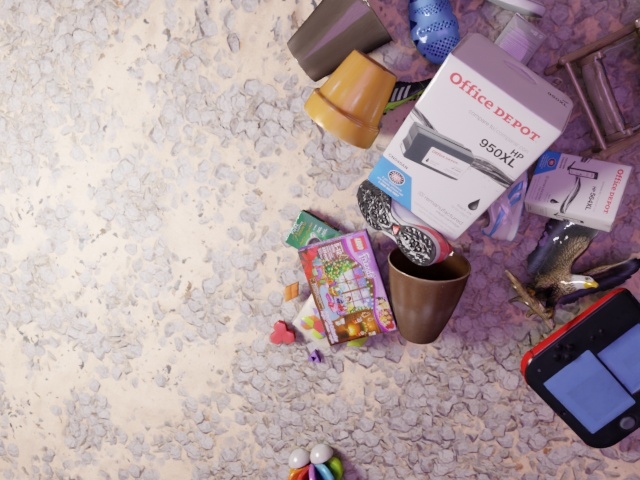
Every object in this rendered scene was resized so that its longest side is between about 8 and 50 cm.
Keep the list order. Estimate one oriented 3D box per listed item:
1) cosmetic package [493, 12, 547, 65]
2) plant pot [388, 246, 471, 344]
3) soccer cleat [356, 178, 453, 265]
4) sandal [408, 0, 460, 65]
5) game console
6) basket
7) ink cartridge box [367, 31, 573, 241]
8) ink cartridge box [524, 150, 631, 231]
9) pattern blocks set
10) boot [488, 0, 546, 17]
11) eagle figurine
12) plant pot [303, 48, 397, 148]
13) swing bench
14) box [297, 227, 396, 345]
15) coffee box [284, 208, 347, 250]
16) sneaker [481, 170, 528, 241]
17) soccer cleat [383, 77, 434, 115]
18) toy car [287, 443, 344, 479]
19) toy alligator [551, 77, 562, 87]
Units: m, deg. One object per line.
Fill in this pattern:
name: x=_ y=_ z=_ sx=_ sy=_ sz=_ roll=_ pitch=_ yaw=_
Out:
cosmetic package: x=0.437 y=-0.420 z=1.224 sx=0.107 sy=0.127 sz=0.238 roll=39 pitch=103 yaw=2
plant pot: x=0.279 y=0.158 z=1.332 sx=0.215 sy=0.215 sz=0.231 roll=8 pitch=115 yaw=10
soccer cleat: x=0.221 y=-0.052 z=1.327 sx=0.318 sy=0.116 sz=0.109 roll=48 pitch=124 yaw=31
sandal: x=0.267 y=-0.597 z=1.223 sx=0.126 sy=0.138 sz=0.318 roll=-19 pitch=97 yaw=12
game console: x=0.754 y=0.350 z=1.283 sx=0.342 sy=0.060 sz=0.386 roll=-41 pitch=105 yaw=16
basket: x=0.039 y=-0.534 z=1.277 sx=0.226 sy=0.154 sz=0.204 roll=-34 pitch=100 yaw=19
ink cartridge box: x=0.336 y=-0.230 z=1.164 sx=0.285 sy=0.166 sz=0.395 roll=37 pitch=138 yaw=4
ink cartridge box: x=0.629 y=-0.124 z=1.204 sx=0.203 sy=0.086 sz=0.148 roll=18 pitch=82 yaw=29
pattern blocks set: x=0.013 y=0.225 z=1.454 sx=0.285 sy=0.026 sz=0.325 roll=25 pitch=110 yaw=3
boot: x=0.449 y=-0.648 z=1.195 sx=0.258 sy=0.095 sz=0.124 roll=27 pitch=111 yaw=7
eagle figurine: x=0.643 y=0.084 z=1.263 sx=0.298 sy=0.225 sz=0.226 roll=-41 pitch=135 yaw=-13
plant pot: x=0.090 y=-0.368 z=1.248 sx=0.205 sy=0.205 sz=0.188 roll=35 pitch=115 yaw=4
swing bench: x=0.716 y=-0.361 z=1.157 sx=0.254 sy=0.165 sz=0.253 roll=-25 pitch=94 yaw=14
box: x=0.077 y=0.132 z=1.371 sx=0.200 sy=0.057 sz=0.294 roll=-17 pitch=100 yaw=12
coffee box: x=0.000 y=0.000 z=1.430 sx=0.184 sy=0.040 sz=0.113 roll=29 pitch=106 yaw=5
sneaker: x=0.485 y=-0.114 z=1.289 sx=0.092 sy=0.087 sz=0.229 roll=10 pitch=100 yaw=12
soccer cleat: x=0.220 y=-0.400 z=1.307 sx=0.178 sy=0.060 sz=0.072 roll=-22 pitch=93 yaw=17
toy car: x=-0.019 y=0.734 z=1.514 sx=0.181 sy=0.136 sz=0.159 roll=-19 pitch=95 yaw=14
toy alligator: x=0.524 y=-0.365 z=1.218 sx=0.056 sy=0.189 sz=0.051 roll=39 pitch=63 yaw=-14
